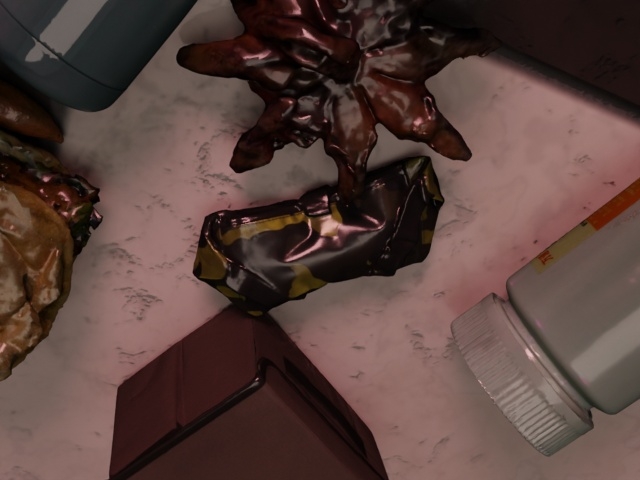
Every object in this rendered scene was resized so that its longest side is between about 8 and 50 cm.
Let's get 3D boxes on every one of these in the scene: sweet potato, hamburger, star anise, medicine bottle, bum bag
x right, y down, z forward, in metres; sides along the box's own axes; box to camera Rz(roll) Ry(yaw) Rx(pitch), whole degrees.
[{"bbox_3d":[-0.244,-0.104,0.604,0.095,0.034,0.034,28,112,-34],"label":"sweet potato"},{"bbox_3d":[-0.292,0.003,0.618,0.183,0.130,0.206,24,98,-28],"label":"hamburger"},{"bbox_3d":[0.022,-0.143,0.571,0.272,0.102,0.272,-1,110,-3],"label":"star anise"},{"bbox_3d":[0.289,0.042,0.696,0.318,0.158,0.158,-40,118,15],"label":"medicine bottle"},{"bbox_3d":[0.000,0.000,0.683,0.232,0.060,0.107,-17,112,-1],"label":"bum bag"}]

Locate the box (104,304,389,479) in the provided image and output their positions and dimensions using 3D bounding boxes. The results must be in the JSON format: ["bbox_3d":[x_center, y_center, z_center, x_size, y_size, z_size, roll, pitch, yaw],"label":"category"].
[{"bbox_3d":[-0.060,0.213,0.744,0.188,0.153,0.252,-36,118,10],"label":"box"}]

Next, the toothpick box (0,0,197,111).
[{"bbox_3d":[-0.139,-0.190,0.522,0.120,0.120,0.184,39,104,-26],"label":"toothpick box"}]
